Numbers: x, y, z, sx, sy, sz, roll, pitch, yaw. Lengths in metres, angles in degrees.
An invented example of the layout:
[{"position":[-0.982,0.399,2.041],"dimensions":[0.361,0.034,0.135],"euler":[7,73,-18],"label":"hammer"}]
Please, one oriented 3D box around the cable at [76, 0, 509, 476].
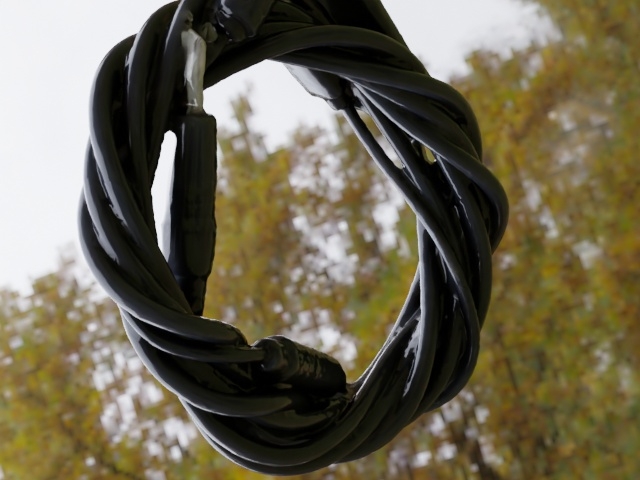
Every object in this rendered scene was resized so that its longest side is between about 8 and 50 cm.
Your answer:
[{"position":[0.000,0.000,0.534],"dimensions":[0.150,0.047,0.184],"euler":[-58,-49,-34],"label":"cable"}]
